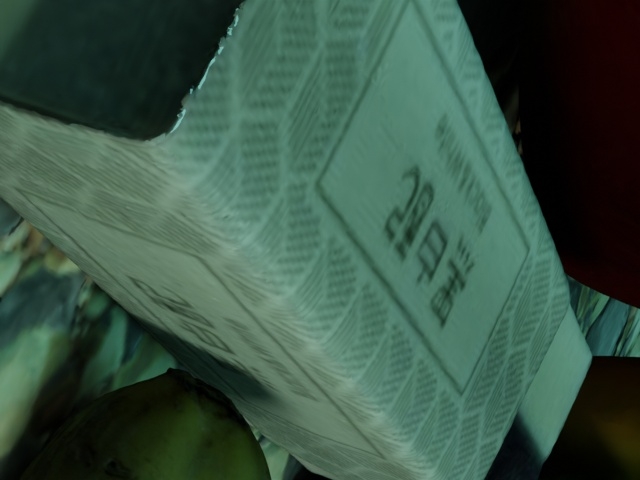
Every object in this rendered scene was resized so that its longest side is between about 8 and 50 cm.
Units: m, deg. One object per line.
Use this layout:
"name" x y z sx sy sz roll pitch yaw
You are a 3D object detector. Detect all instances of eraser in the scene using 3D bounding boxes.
"eraser" 0.000 0.000 0.539 0.098 0.096 0.404 -63 157 -12

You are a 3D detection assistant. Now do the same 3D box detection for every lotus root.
"lotus root" -0.066 0.124 0.522 0.179 0.089 0.080 -68 -160 -9

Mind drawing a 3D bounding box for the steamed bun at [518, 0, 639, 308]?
"steamed bun" 0.206 -0.087 0.737 0.379 0.235 0.248 76 37 -58

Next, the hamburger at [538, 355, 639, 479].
"hamburger" 0.202 0.215 0.863 0.277 0.396 0.396 -60 157 -9

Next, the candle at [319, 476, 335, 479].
"candle" 0.032 0.101 0.766 0.131 0.052 0.052 -41 146 -46
